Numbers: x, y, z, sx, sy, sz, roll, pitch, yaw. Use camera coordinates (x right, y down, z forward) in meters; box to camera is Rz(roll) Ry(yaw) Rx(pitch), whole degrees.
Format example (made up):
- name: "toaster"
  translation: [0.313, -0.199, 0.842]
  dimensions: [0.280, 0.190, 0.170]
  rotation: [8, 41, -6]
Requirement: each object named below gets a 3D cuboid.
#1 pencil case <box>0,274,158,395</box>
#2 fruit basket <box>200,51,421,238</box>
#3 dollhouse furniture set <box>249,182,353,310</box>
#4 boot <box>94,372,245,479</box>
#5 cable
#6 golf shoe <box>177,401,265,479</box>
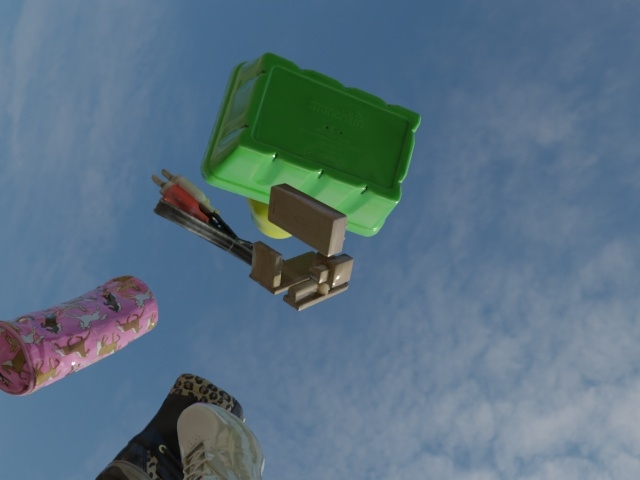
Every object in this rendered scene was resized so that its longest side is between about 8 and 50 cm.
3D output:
- name: "pencil case"
  translation: [-0.549, 0.200, 1.215]
  dimensions: [0.167, 0.386, 0.160]
  rotation: [-6, -80, 25]
- name: "fruit basket"
  translation: [-0.034, -0.150, 1.040]
  dimensions: [0.391, 0.392, 0.283]
  rotation: [9, -101, 36]
- name: "dollhouse furniture set"
  translation: [0.000, 0.000, 0.734]
  dimensions: [0.144, 0.123, 0.151]
  rotation: [30, -56, 37]
- name: "boot"
  translation: [-0.209, 0.459, 1.030]
  dimensions: [0.377, 0.284, 0.138]
  rotation: [44, -61, -12]
- name: "cable"
  translation: [-0.156, -0.021, 0.883]
  dimensions: [0.287, 0.139, 0.072]
  rotation: [31, -84, -1]
- name: "golf shoe"
  translation: [-0.139, 0.333, 0.732]
  dimensions: [0.115, 0.140, 0.306]
  rotation: [-49, -132, 4]
